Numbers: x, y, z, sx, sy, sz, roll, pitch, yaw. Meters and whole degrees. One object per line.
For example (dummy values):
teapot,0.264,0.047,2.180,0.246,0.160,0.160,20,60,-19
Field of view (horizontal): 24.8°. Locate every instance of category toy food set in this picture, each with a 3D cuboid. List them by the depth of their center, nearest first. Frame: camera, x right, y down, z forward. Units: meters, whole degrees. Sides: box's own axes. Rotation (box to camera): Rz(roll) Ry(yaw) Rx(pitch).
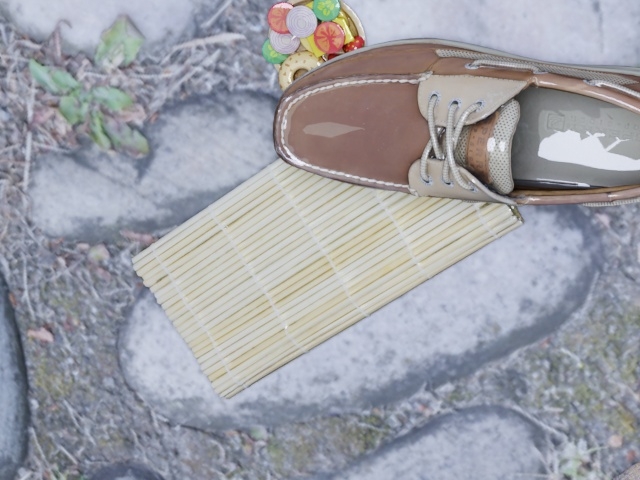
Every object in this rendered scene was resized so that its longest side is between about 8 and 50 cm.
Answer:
toy food set,-0.005,-0.154,1.142,0.083,0.020,0.082,-24,99,22

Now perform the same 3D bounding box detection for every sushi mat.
sushi mat,0.000,0.000,1.192,0.316,0.019,0.151,-33,95,23

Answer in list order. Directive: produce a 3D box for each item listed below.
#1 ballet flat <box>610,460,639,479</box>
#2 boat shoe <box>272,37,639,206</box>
ballet flat,0.292,0.207,1.123,0.107,0.106,0.316,42,114,1
boat shoe,0.120,-0.083,1.060,0.324,0.116,0.123,0,103,10
